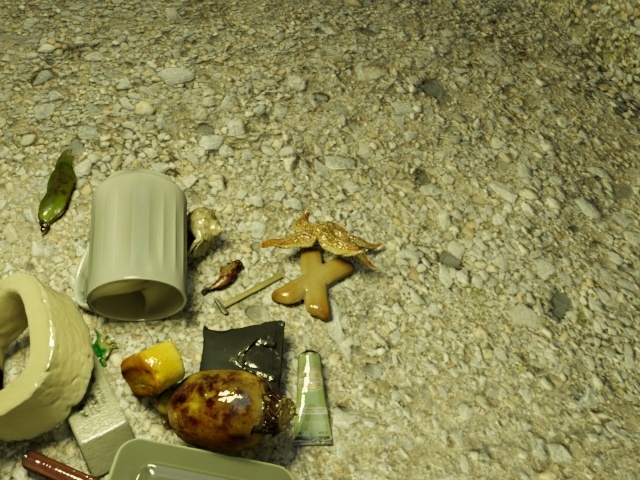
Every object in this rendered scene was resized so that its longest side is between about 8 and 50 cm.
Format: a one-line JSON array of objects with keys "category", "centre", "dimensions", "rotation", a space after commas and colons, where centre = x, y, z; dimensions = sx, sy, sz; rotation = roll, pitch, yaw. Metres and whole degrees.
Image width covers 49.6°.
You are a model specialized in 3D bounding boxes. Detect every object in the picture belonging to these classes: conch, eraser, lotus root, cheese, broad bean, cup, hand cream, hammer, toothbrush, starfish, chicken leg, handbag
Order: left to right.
[{"category": "cheese", "centre": [-0.656, 0.245, 1.483], "dimensions": [0.292, 0.153, 0.332], "rotation": [-23, 56, 9]}, {"category": "broad bean", "centre": [-0.753, -0.144, 1.993], "dimensions": [0.077, 0.061, 0.339], "rotation": [-6, 46, 5]}, {"category": "eraser", "centre": [-0.517, 0.345, 1.532], "dimensions": [0.111, 0.077, 0.352], "rotation": [-22, 52, -25]}, {"category": "toothbrush", "centre": [-0.440, 0.511, 1.403], "dimensions": [0.364, 0.041, 0.041], "rotation": [21, 47, 8]}, {"category": "cup", "centre": [-0.484, 0.022, 1.732], "dimensions": [0.323, 0.237, 0.326], "rotation": [-23, 57, 23]}, {"category": "conch", "centre": [-0.357, -0.016, 1.863], "dimensions": [0.207, 0.130, 0.155], "rotation": [-2, 28, 18]}, {"category": "lotus root", "centre": [-0.212, 0.354, 1.450], "dimensions": [0.314, 0.141, 0.169], "rotation": [-1, 58, 14]}, {"category": "chicken leg", "centre": [-0.257, 0.096, 1.830], "dimensions": [0.062, 0.037, 0.145], "rotation": [6, 40, 32]}, {"category": "handbag", "centre": [-0.183, 0.297, 1.606], "dimensions": [0.211, 0.088, 0.254], "rotation": [-4, 49, 5]}, {"category": "hammer", "centre": [-0.185, 0.131, 1.818], "dimensions": [0.199, 0.013, 0.062], "rotation": [-28, 55, -29]}, {"category": "hand cream", "centre": [-0.020, 0.355, 1.594], "dimensions": [0.086, 0.055, 0.235], "rotation": [-1, 53, -3]}, {"category": "starfish", "centre": [0.027, 0.001, 1.859], "dimensions": [0.294, 0.084, 0.301], "rotation": [19, 18, 17]}]

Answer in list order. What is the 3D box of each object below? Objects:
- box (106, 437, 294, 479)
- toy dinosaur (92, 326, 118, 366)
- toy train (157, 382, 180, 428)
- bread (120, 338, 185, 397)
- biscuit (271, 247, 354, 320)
[{"category": "box", "centre": [-0.245, 0.576, 1.305], "dimensions": [0.373, 0.090, 0.367], "rotation": [12, 47, -4]}, {"category": "toy dinosaur", "centre": [-0.529, 0.248, 1.664], "dimensions": [0.060, 0.029, 0.120], "rotation": [-38, 56, -15]}, {"category": "toy train", "centre": [-0.331, 0.367, 1.556], "dimensions": [0.064, 0.044, 0.103], "rotation": [-19, 50, -9]}, {"category": "bread", "centre": [-0.371, 0.285, 1.508], "dimensions": [0.094, 0.245, 0.102], "rotation": [-23, 88, -31]}, {"category": "biscuit", "centre": [-0.018, 0.107, 1.835], "dimensions": [0.164, 0.047, 0.208], "rotation": [18, 47, 14]}]
